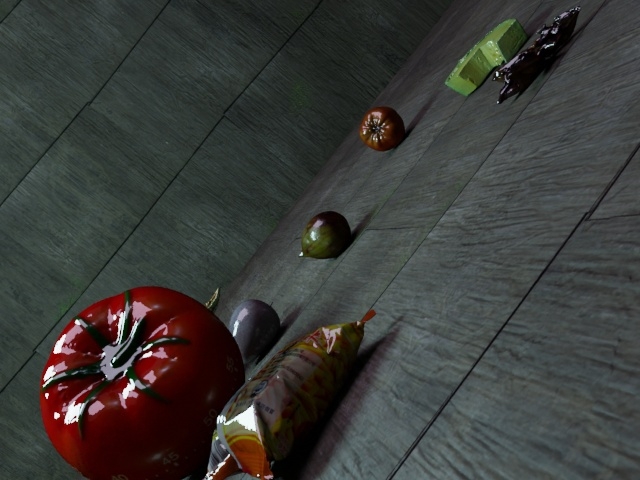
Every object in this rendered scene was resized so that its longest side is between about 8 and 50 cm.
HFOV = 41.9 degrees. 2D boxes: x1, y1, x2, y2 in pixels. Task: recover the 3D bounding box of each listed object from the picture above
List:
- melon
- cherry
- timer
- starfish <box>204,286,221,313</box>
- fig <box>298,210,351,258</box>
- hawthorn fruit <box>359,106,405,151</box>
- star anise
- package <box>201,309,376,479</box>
[{"bbox_3d":[0.365,-0.397,1.799,0.118,0.064,0.209,-54,10,-26],"label":"melon"},{"bbox_3d":[-0.154,0.206,1.872,0.188,0.115,0.148,128,139,-70],"label":"cherry"},{"bbox_3d":[-0.327,0.279,1.568,0.378,0.279,0.377,-12,48,14],"label":"timer"},{"bbox_3d":[-0.327,0.237,1.874,0.078,0.357,0.347,-1,39,47],"label":"starfish"},{"bbox_3d":[0.000,0.000,1.901,0.155,0.103,0.109,-39,-10,24],"label":"fig"},{"bbox_3d":[0.171,-0.298,2.278,0.125,0.125,0.140,-52,-17,-9],"label":"hawthorn fruit"},{"bbox_3d":[0.353,-0.301,1.432,0.157,0.053,0.212,-54,10,-25],"label":"star anise"},{"bbox_3d":[-0.050,0.216,1.158,0.288,0.108,0.223,-53,9,-34],"label":"package"}]
